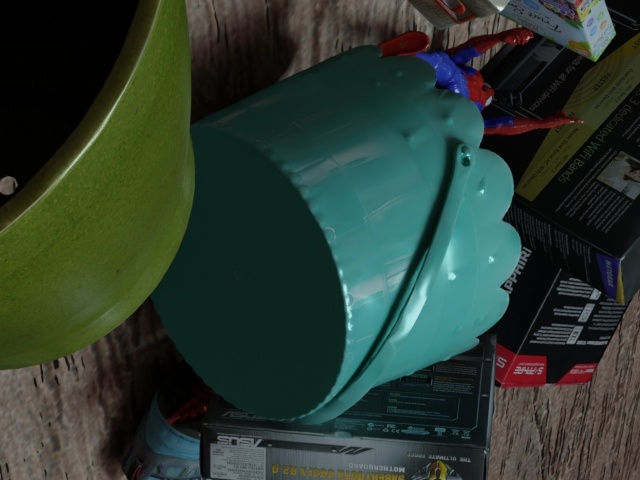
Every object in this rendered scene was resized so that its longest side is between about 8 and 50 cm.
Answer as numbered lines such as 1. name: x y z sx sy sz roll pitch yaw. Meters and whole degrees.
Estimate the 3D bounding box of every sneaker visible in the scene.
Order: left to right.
1. sneaker: -0.082 0.171 1.741 0.262 0.104 0.125 0 134 -51

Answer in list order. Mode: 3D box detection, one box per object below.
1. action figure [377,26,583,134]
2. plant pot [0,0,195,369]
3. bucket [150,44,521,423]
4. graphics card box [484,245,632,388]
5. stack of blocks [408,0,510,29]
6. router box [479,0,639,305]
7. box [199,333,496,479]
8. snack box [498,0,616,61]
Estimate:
1. action figure: 0.144 -0.137 1.678 0.280 0.139 0.091 -7 87 -77
2. plant pot: -0.220 -0.086 1.060 0.366 0.366 0.353 -53 162 -9
3. bucket: 0.000 0.000 1.515 0.183 0.281 0.281 -25 137 -38
4. graphics card box: 0.293 -0.020 2.098 0.233 0.094 0.371 5 115 -57
5. stack of blocks: 0.189 -0.315 1.577 0.297 0.087 0.171 -50 -167 -13
6. router box: 0.280 -0.119 1.834 0.309 0.243 0.081 -46 148 -19
7. box: 0.028 0.135 1.604 0.183 0.231 0.056 -76 169 -62
8. snack box: 0.184 -0.221 1.695 0.037 0.141 0.100 -54 150 -9
